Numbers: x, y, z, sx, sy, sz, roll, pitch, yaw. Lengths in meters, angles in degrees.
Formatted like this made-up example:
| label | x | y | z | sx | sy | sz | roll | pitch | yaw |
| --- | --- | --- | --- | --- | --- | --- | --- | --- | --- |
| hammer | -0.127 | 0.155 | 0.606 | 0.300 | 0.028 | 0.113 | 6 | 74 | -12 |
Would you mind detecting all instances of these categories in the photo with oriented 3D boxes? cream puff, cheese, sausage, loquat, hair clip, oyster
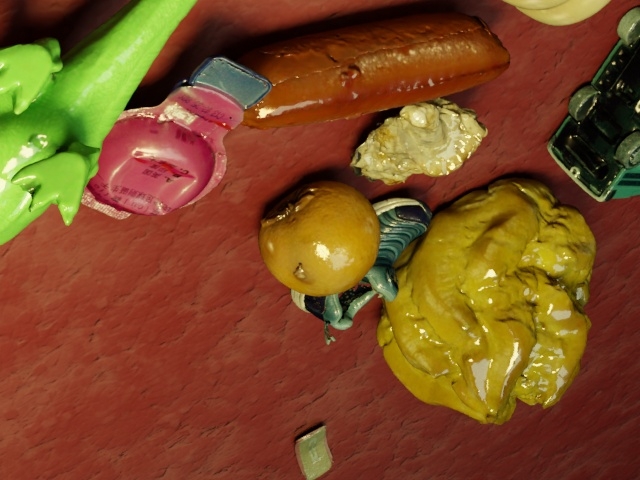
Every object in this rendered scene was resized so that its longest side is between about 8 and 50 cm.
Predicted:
| label | x | y | z | sx | sy | sz | roll | pitch | yaw |
| --- | --- | --- | --- | --- | --- | --- | --- | --- | --- |
| cream puff | 0.248 | 0.098 | 1.809 | 0.324 | 0.257 | 0.291 | -2 | 138 | -41 |
| cheese | -0.148 | -0.097 | 1.341 | 0.155 | 0.062 | 0.244 | 23 | 132 | -34 |
| sausage | 0.050 | -0.179 | 1.423 | 0.330 | 0.102 | 0.102 | -14 | 141 | -27 |
| loquat | 0.000 | 0.000 | 1.570 | 0.141 | 0.141 | 0.141 | -24 | 145 | -18 |
| hair clip | -0.010 | 0.315 | 2.053 | 0.054 | 0.022 | 0.137 | -28 | 146 | -13 |
| oyster | 0.107 | -0.106 | 1.545 | 0.163 | 0.081 | 0.191 | -21 | 158 | 11 |

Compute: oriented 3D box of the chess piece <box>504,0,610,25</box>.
| label | x | y | z | sx | sy | sz | roll | pitch | yaw |
| --- | --- | --- | --- | --- | --- | --- | --- | --- | --- |
| chess piece | 0.154 | -0.324 | 1.294 | 0.299 | 0.167 | 0.167 | 15 | 122 | -43 |

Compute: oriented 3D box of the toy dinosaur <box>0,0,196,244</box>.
| label | x | y | z | sx | sy | sz | roll | pitch | yaw |
| --- | --- | --- | --- | --- | --- | --- | --- | --- | --- |
| toy dinosaur | -0.234 | -0.099 | 1.267 | 0.500 | 0.144 | 0.374 | -44 | -174 | -31 |

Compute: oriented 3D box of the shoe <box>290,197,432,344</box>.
| label | x | y | z | sx | sy | sz | roll | pitch | yaw |
| --- | --- | --- | --- | --- | --- | --- | --- | --- | --- |
| shoe | 0.062 | 0.033 | 1.692 | 0.207 | 0.106 | 0.091 | -45 | 148 | 4 |

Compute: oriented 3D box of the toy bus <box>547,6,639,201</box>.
| label | x | y | z | sx | sy | sz | roll | pitch | yaw |
| --- | --- | --- | --- | --- | --- | --- | --- | --- | --- |
| toy bus | 0.417 | -0.178 | 1.725 | 0.147 | 0.128 | 0.256 | -1 | 132 | -43 |
